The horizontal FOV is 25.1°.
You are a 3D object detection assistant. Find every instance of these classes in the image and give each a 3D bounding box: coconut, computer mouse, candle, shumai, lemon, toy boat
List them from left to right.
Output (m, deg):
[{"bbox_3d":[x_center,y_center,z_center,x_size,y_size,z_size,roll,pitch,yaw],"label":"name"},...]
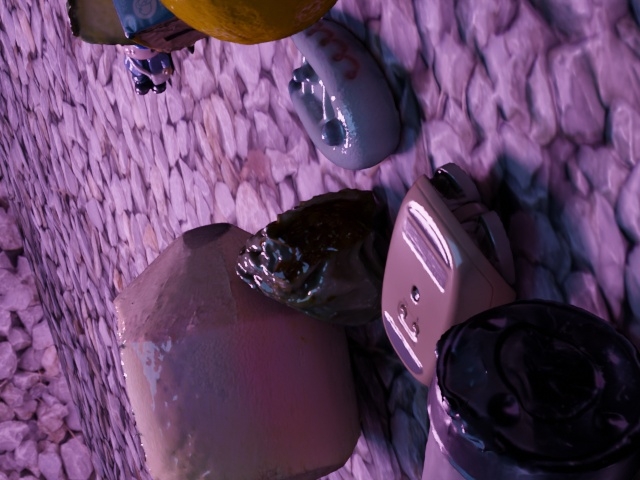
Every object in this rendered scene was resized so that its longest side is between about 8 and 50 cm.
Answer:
[{"bbox_3d":[-0.108,0.134,1.717,0.297,0.297,0.309,6,110,67],"label":"coconut"},{"bbox_3d":[-0.066,-0.302,1.377,0.240,0.240,0.219,60,176,30],"label":"lemon"},{"bbox_3d":[-0.002,-0.003,1.579,0.184,0.184,0.142,49,125,46],"label":"shumai"},{"bbox_3d":[0.008,-0.150,1.513,0.208,0.079,0.134,53,149,44],"label":"toy boat"},{"bbox_3d":[0.123,0.039,1.362,0.145,0.082,0.236,57,152,37],"label":"computer mouse"},{"bbox_3d":[0.174,0.214,1.232,0.187,0.187,0.330,54,152,40],"label":"candle"}]

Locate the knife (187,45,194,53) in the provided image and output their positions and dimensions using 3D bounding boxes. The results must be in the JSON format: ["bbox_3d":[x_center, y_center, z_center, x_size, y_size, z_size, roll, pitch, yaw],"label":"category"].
[{"bbox_3d":[-0.200,-0.354,1.937,0.045,0.021,0.222,121,132,-61],"label":"knife"}]

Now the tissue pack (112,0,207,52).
[{"bbox_3d":[-0.156,-0.366,1.581,0.134,0.192,0.271,-3,-107,-69],"label":"tissue pack"}]

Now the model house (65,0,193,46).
[{"bbox_3d":[-0.234,-0.382,1.797,0.194,0.170,0.211,97,169,-49],"label":"model house"}]

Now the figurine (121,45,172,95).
[{"bbox_3d":[-0.250,-0.277,2.062,0.149,0.086,0.087,85,-178,-56],"label":"figurine"}]
